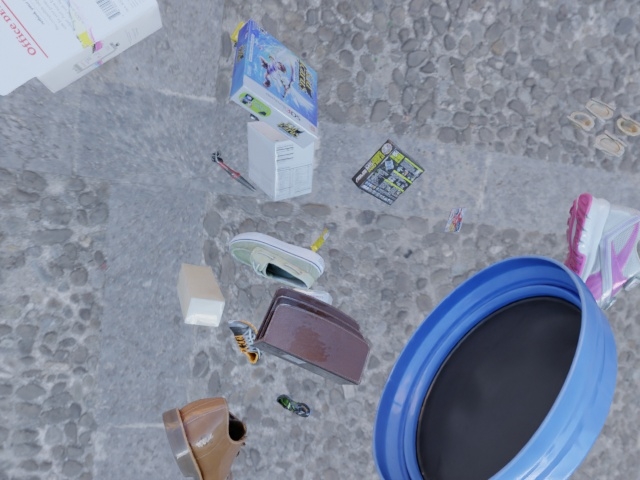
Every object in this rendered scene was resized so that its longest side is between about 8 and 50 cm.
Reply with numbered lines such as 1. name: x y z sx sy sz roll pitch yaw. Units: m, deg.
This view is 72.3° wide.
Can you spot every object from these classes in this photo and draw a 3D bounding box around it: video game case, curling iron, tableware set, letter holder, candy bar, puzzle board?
1. video game case: -0.111 -0.412 1.156 0.244 0.061 0.269 28 49 -38
2. curling iron: -0.354 -0.282 1.821 0.035 0.068 0.274 -22 142 23
3. tableware set: 0.648 -0.262 0.997 0.168 0.020 0.141 -35 68 -24
4. letter holder: -0.010 0.266 1.292 0.302 0.152 0.214 27 66 -10
5. candy bar: 0.000 0.000 1.836 0.018 0.161 0.040 -3 117 28
6. puzzle board: 0.638 -0.098 2.078 0.011 0.096 0.128 27 79 -26

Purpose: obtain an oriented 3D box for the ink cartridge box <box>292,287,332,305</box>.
1. ink cartridge box: -0.050 0.305 1.724 0.154 0.093 0.212 5 69 16

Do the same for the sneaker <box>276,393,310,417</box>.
1. sneaker: -0.134 0.805 2.120 0.188 0.078 0.067 18 89 25

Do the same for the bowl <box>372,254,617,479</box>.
1. bowl: 0.226 0.197 0.626 0.077 0.391 0.391 37 86 -7

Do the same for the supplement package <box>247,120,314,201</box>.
1. supplement package: -0.134 -0.273 1.452 0.149 0.194 0.203 -18 131 -29

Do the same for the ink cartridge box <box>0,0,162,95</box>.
1. ink cartridge box: -0.299 -0.254 0.497 0.198 0.067 0.115 -37 102 -11

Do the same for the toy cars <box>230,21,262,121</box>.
1. toy cars: -0.254 -0.647 1.735 0.176 0.087 0.394 -34 138 -41

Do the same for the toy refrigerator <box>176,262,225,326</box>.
1. toy refrigerator: -0.385 0.169 1.384 0.102 0.269 0.094 12 103 -27

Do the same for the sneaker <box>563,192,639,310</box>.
1. sneaker: 0.433 0.057 0.676 0.111 0.103 0.252 8 116 15

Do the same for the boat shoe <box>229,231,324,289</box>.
1. boat shoe: -0.138 0.054 1.204 0.094 0.302 0.109 -55 146 -39

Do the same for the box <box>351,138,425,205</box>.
1. box: 0.281 -0.269 1.790 0.216 0.060 0.270 -47 145 19

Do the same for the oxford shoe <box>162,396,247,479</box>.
1. oxford shoe: -0.118 0.247 0.509 0.076 0.076 0.212 -20 142 -20

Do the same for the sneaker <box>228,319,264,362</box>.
1. sneaker: -0.272 0.368 1.611 0.215 0.084 0.083 56 38 -33
